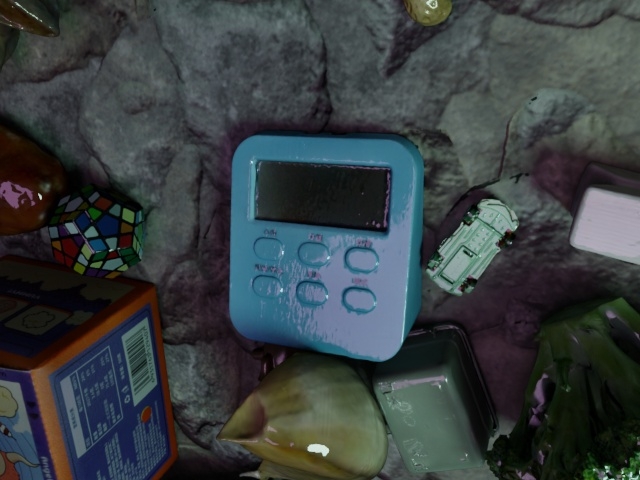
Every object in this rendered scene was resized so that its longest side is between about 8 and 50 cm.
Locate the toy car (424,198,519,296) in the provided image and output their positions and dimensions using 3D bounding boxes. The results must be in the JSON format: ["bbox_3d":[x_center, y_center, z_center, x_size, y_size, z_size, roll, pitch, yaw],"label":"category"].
[{"bbox_3d":[0.167,0.007,0.634,0.059,0.035,0.122,36,113,6],"label":"toy car"}]

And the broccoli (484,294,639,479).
[{"bbox_3d":[0.292,0.183,0.563,0.269,0.261,0.242,135,119,-68],"label":"broccoli"}]

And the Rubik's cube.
[{"bbox_3d":[-0.304,-0.012,0.787,0.111,0.133,0.133,-19,105,56],"label":"Rubik's cube"}]

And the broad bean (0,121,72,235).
[{"bbox_3d":[-0.466,-0.092,0.819,0.228,0.122,0.156,25,122,8],"label":"broad bean"}]

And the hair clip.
[{"bbox_3d":[0.397,0.005,0.500,0.330,0.101,0.085,19,122,18],"label":"hair clip"}]

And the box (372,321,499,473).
[{"bbox_3d":[0.135,0.198,0.692,0.123,0.093,0.172,-18,104,25],"label":"box"}]

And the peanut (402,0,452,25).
[{"bbox_3d":[0.083,-0.256,0.550,0.113,0.054,0.054,48,121,-2],"label":"peanut"}]

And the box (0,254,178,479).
[{"bbox_3d":[-0.432,0.245,0.870,0.318,0.257,0.349,9,115,19],"label":"box"}]

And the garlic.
[{"bbox_3d":[-0.022,0.248,0.740,0.196,0.151,0.339,-6,152,-6],"label":"garlic"}]

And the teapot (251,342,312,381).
[{"bbox_3d":[-0.065,0.154,0.778,0.110,0.084,0.080,6,98,48],"label":"teapot"}]

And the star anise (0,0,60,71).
[{"bbox_3d":[-0.433,-0.373,0.693,0.314,0.108,0.316,9,113,23],"label":"star anise"}]

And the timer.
[{"bbox_3d":[0.000,0.000,0.675,0.231,0.091,0.250,5,110,22],"label":"timer"}]
